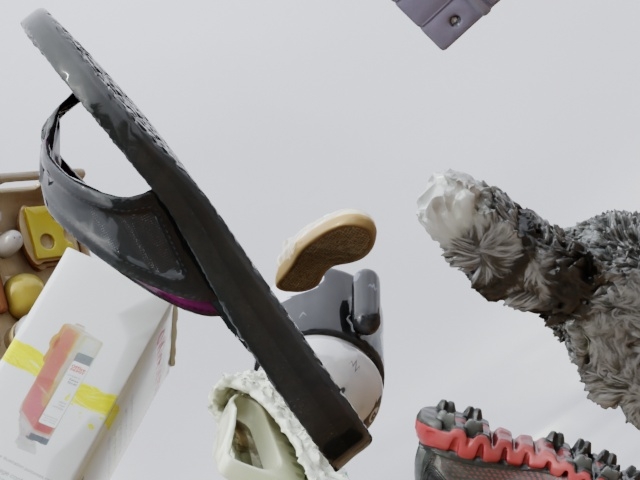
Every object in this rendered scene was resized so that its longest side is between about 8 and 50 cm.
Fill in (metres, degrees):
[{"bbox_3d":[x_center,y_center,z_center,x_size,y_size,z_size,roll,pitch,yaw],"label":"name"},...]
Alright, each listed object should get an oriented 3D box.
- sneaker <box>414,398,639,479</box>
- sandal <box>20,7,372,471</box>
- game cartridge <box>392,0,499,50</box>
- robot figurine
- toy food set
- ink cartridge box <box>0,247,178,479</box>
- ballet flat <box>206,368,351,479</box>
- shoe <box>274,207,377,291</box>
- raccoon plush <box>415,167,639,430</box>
[{"bbox_3d":[0.228,0.276,1.683,0.097,0.276,0.135,-34,-41,-80],"label":"sneaker"},{"bbox_3d":[-0.127,0.004,1.182,0.107,0.446,0.167,-36,-12,-3],"label":"sandal"},{"bbox_3d":[0.169,-0.378,1.460,0.355,0.230,0.068,-42,23,20],"label":"game cartridge"},{"bbox_3d":[0.002,0.148,1.983,0.173,0.278,0.209,-6,-56,5],"label":"robot figurine"},{"bbox_3d":[-0.398,0.046,2.209,0.219,0.306,0.092,-8,-12,-42],"label":"toy food set"},{"bbox_3d":[-0.337,0.243,1.905,0.385,0.160,0.279,-62,-5,-26],"label":"ink cartridge box"},{"bbox_3d":[-0.042,0.268,1.555,0.147,0.409,0.147,-7,-60,-12],"label":"ballet flat"},{"bbox_3d":[0.000,0.000,1.708,0.076,0.058,0.219,11,-23,-21],"label":"shoe"},{"bbox_3d":[0.327,-0.008,1.641,0.216,0.446,0.299,-40,16,26],"label":"raccoon plush"}]
